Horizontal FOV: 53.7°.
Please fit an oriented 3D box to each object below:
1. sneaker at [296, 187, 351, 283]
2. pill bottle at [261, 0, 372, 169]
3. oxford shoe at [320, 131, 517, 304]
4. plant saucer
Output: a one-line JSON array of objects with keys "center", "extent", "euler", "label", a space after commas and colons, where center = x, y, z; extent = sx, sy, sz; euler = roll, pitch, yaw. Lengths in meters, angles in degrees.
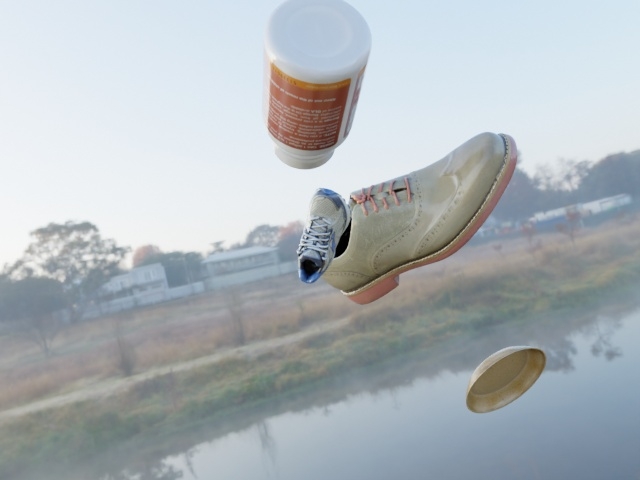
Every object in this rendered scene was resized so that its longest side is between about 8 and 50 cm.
[{"center": [0.000, 0.000, 0.741], "extent": [0.052, 0.135, 0.058], "euler": [18, 44, 10], "label": "sneaker"}, {"center": [-0.013, -0.181, 0.778], "extent": [0.121, 0.121, 0.216], "euler": [-13, -23, -13], "label": "pill bottle"}, {"center": [0.108, -0.034, 0.857], "extent": [0.130, 0.123, 0.348], "euler": [29, -54, -24], "label": "oxford shoe"}, {"center": [0.161, 0.120, 0.560], "extent": [0.083, 0.015, 0.083], "euler": [-16, -47, -18], "label": "plant saucer"}]
